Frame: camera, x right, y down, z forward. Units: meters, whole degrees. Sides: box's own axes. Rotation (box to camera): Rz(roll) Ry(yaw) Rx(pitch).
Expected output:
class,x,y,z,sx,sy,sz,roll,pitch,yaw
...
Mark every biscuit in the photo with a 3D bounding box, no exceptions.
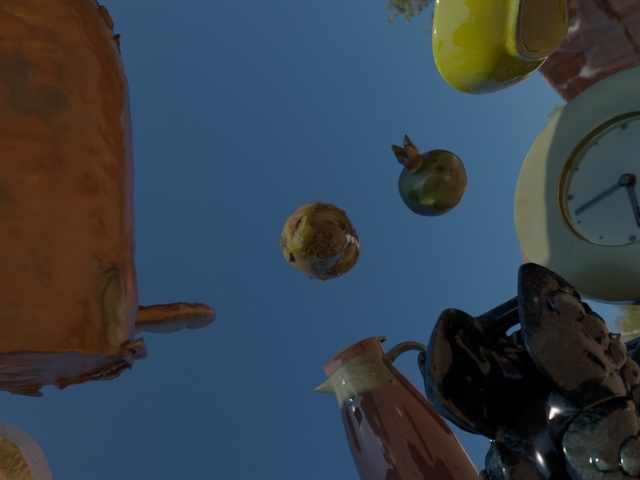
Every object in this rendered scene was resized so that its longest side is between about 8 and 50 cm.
class,x,y,z,sx,sy,sz,roll,pitch,yaw
biscuit,-0.314,0.149,1.072,0.299,0.154,0.045,-1,-109,-42

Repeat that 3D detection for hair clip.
class,x,y,z,sx,sy,sz,roll,pitch,yaw
hair clip,0.229,0.158,0.479,0.310,0.194,0.206,21,-136,-30

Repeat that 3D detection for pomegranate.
class,x,y,z,sx,sy,sz,roll,pitch,yaw
pomegranate,0.189,-0.115,1.084,0.159,0.129,0.129,26,-133,-5

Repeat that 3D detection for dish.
class,x,y,z,sx,sy,sz,roll,pitch,yaw
dish,0.272,-0.337,0.818,0.221,0.108,0.263,-21,-64,-26

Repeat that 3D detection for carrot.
class,x,y,z,sx,sy,sz,roll,pitch,yaw
carrot,-0.258,-0.058,0.454,0.224,0.224,0.341,12,-116,-49

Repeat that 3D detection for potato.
class,x,y,z,sx,sy,sz,roll,pitch,yaw
potato,0.000,0.000,1.048,0.176,0.137,0.137,58,-151,-58

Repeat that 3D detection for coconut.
class,x,y,z,sx,sy,sz,roll,pitch,yaw
coconut,-0.603,0.444,1.025,0.238,0.244,0.239,3,-104,-14

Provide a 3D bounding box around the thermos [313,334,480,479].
class,x,y,z,sx,sy,sz,roll,pitch,yaw
thermos,0.112,0.252,0.778,0.265,0.176,0.146,62,-177,21

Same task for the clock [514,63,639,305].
class,x,y,z,sx,sy,sz,roll,pitch,yaw
clock,0.287,-0.054,0.543,0.029,0.235,0.235,20,-123,-32
